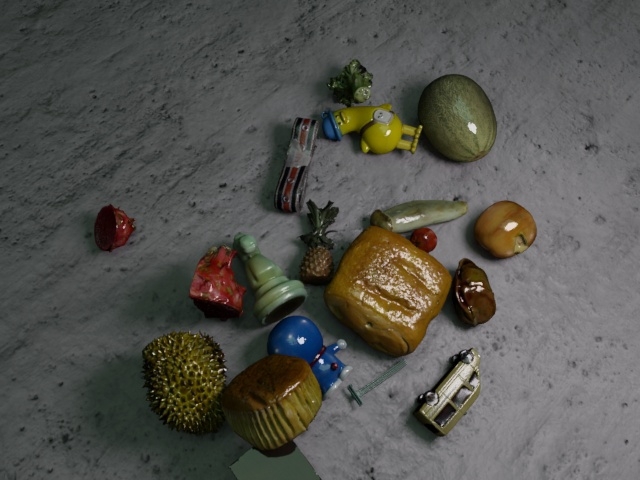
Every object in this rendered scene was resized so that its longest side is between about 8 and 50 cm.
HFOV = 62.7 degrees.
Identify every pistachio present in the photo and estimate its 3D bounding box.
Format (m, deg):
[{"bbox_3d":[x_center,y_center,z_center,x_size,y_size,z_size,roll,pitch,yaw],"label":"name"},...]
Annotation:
[{"bbox_3d":[0.461,0.155,1.593,0.130,0.165,0.210,-18,71,35],"label":"pistachio"}]

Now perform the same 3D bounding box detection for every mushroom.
[{"bbox_3d":[0.323,-0.086,1.738,0.333,0.087,0.107,-15,53,-15],"label":"mushroom"}]

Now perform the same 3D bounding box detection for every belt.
[{"bbox_3d":[-0.078,-0.259,1.790,0.094,0.126,0.359,9,65,5],"label":"belt"}]

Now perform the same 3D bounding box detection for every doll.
[{"bbox_3d":[0.173,-0.402,1.857,0.363,0.145,0.199,17,77,12],"label":"doll"},{"bbox_3d":[-0.034,0.329,1.502,0.257,0.161,0.215,46,57,1],"label":"doll"}]

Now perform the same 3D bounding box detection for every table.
[{"bbox_3d":[-0.101,0.611,1.336,0.169,0.172,0.193,-35,66,-17],"label":"table"}]

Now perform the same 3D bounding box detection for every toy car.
[{"bbox_3d":[0.378,0.425,1.483,0.124,0.101,0.256,43,72,13],"label":"toy car"}]

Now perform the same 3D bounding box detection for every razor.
[{"bbox_3d":[0.171,0.402,1.521,0.191,0.037,0.068,-29,64,-17],"label":"razor"}]

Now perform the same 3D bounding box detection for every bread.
[{"bbox_3d":[0.201,0.137,1.552,0.328,0.148,0.337,38,67,-2],"label":"bread"},{"bbox_3d":[-0.123,0.396,1.312,0.227,0.253,0.142,-33,102,-29],"label":"bread"}]

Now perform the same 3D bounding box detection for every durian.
[{"bbox_3d":[-0.356,0.382,1.408,0.258,0.258,0.293,-17,71,-10],"label":"durian"}]

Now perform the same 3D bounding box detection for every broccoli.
[{"bbox_3d":[0.128,-0.536,1.856,0.165,0.304,0.145,-35,112,11],"label":"broccoli"}]

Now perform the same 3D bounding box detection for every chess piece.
[{"bbox_3d":[-0.180,0.092,1.586,0.176,0.176,0.298,-29,68,-15],"label":"chess piece"}]

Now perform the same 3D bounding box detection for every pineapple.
[{"bbox_3d":[0.000,0.000,1.664,0.119,0.130,0.277,23,57,-36],"label":"pineapple"}]

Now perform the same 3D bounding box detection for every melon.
[{"bbox_3d":[0.475,-0.423,1.822,0.248,0.248,0.329,-20,68,-11],"label":"melon"}]

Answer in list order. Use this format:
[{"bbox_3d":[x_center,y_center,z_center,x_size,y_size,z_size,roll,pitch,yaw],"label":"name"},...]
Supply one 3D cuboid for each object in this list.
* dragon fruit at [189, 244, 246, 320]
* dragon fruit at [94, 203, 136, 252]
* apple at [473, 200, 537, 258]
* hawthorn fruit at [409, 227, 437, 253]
[{"bbox_3d":[-0.283,0.113,1.511,0.134,0.262,0.211,0,74,-2],"label":"dragon fruit"},{"bbox_3d":[-0.641,-0.032,1.681,0.111,0.153,0.153,4,55,-46],"label":"dragon fruit"},{"bbox_3d":[0.586,-0.030,1.677,0.199,0.199,0.199,1,64,-1],"label":"apple"},{"bbox_3d":[0.336,-0.001,1.701,0.093,0.093,0.093,1,64,-1],"label":"hawthorn fruit"}]
